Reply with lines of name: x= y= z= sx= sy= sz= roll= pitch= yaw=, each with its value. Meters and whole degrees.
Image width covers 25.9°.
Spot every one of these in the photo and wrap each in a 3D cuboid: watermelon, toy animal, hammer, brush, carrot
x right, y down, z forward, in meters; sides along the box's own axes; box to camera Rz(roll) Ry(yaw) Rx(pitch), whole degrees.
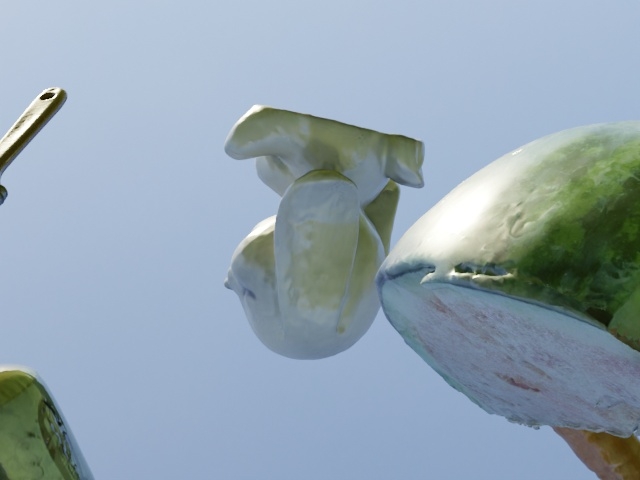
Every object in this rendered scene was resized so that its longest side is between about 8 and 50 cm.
watermelon: x=0.144 y=0.030 z=0.769 sx=0.223 sy=0.305 sz=0.180 roll=-11 pitch=-91 yaw=-19
toy animal: x=0.000 y=0.000 z=1.505 sx=0.205 sy=0.265 sz=0.271 roll=11 pitch=-178 yaw=15
hammer: x=-0.281 y=0.245 z=1.148 sx=0.113 sy=0.202 sz=0.305 roll=-19 pitch=-161 yaw=17
brush: x=-0.177 y=-0.038 z=0.751 sx=0.043 sy=0.014 sz=0.170 roll=1 pitch=-144 yaw=19
carrot: x=0.303 y=0.222 z=1.416 sx=0.072 sy=0.072 sz=0.205 roll=-29 pitch=-104 yaw=-39
